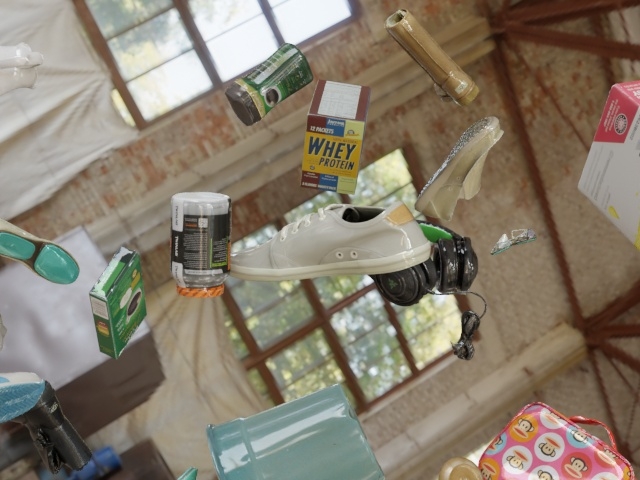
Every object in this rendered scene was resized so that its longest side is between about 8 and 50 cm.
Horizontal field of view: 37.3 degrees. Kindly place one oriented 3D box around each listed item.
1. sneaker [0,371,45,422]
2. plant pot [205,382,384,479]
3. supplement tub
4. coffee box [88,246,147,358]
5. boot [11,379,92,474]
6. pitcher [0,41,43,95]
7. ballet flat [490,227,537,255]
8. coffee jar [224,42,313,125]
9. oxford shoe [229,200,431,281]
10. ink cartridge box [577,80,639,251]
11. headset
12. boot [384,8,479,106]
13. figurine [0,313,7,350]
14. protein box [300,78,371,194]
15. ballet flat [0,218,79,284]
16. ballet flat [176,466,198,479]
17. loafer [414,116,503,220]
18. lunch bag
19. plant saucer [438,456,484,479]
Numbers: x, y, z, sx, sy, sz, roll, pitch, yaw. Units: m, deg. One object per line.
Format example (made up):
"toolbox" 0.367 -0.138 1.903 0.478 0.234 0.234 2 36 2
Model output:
"sneaker" -0.528 0.223 1.416 0.092 0.229 0.087 54 -47 37
"plant pot" -0.049 0.518 2.238 0.341 0.334 0.341 64 -1 2
"supplement tub" -0.229 0.007 1.815 0.117 0.117 0.190 -155 -114 -66
"coffee box" -0.349 0.111 1.643 0.040 0.113 0.184 19 -37 11
"boot" -0.599 0.383 1.946 0.246 0.094 0.207 -3 -59 32
"pitcher" -0.592 -0.295 1.641 0.178 0.207 0.125 0 -78 65
"ballet flat" 0.442 -0.001 2.195 0.041 0.114 0.041 159 -90 -90
"coffee jar" -0.109 -0.326 1.989 0.079 0.184 0.096 40 -17 40
"oxford shoe" 0.000 0.000 1.808 0.449 0.169 0.130 -8 -77 35
"ink cartridge box" 0.730 -0.116 1.939 0.384 0.160 0.279 -122 -149 -44
"headset" 0.241 0.091 2.113 0.394 0.243 0.185 -129 -145 -52
"boot" 0.264 -0.460 2.344 0.269 0.089 0.236 42 2 -18
"figurine" -0.758 0.121 1.970 0.215 0.092 0.209 13 -52 12
"protein box" 0.038 -0.252 2.304 0.201 0.136 0.200 -77 175 -56
"ballet flat" -0.635 0.020 2.083 0.248 0.086 0.086 39 5 -47
"ballet flat" -0.357 0.637 2.190 0.087 0.247 0.083 44 -19 14
"loafer" 0.297 -0.142 1.943 0.092 0.102 0.268 34 -51 -4
"lunch bag" 0.508 0.480 1.993 0.293 0.258 0.120 37 -10 39
"plant saucer" 0.233 0.395 1.549 0.083 0.083 0.015 58 -25 6
